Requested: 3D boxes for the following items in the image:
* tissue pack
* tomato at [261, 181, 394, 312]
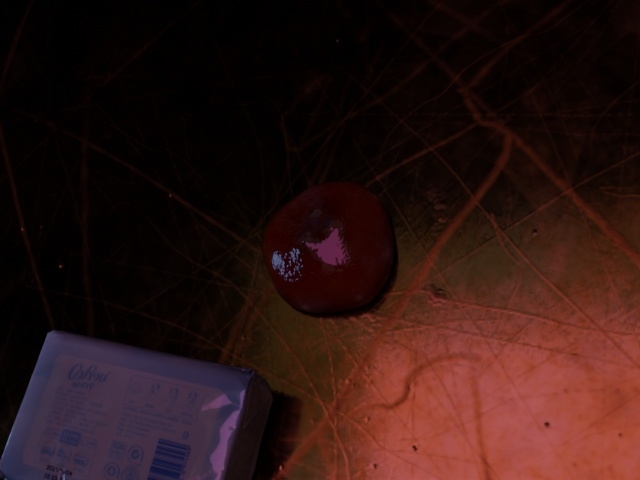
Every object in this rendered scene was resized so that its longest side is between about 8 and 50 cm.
[{"bbox_3d":[-0.194,0.206,1.050,0.263,0.089,0.177,8,71,24],"label":"tissue pack"},{"bbox_3d":[0.000,0.000,1.073,0.155,0.069,0.156,-7,67,17],"label":"tomato"}]
